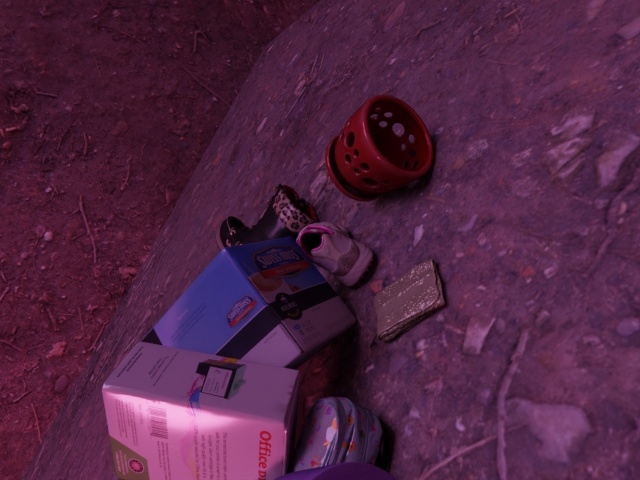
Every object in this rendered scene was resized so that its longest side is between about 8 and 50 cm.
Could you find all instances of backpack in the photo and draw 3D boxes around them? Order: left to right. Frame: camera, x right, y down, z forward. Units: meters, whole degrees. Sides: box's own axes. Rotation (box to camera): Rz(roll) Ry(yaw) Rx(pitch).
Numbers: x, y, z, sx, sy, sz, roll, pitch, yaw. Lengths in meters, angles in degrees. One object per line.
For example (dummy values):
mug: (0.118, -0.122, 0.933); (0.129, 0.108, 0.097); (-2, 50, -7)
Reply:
backpack: (0.023, 0.331, 0.711); (0.152, 0.115, 0.181); (-6, 57, 57)

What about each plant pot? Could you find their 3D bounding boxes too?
plant pot: (0.117, -0.190, 1.029); (0.174, 0.191, 0.191); (-28, 39, 52)

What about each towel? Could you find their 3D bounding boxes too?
towel: (0.151, 0.104, 0.837); (0.148, 0.027, 0.110); (-41, 31, 29)

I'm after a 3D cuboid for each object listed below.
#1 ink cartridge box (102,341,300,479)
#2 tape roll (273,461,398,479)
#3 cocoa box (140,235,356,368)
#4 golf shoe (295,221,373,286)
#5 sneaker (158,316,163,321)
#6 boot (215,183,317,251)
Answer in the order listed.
ink cartridge box: (-0.179, 0.294, 0.757); (0.117, 0.278, 0.201); (-68, -16, -63)
tape roll: (0.020, 0.382, 0.489); (0.090, 0.275, 0.274); (-33, 36, 39)
cocoa box: (-0.154, 0.189, 0.934); (0.347, 0.231, 0.228); (-45, 74, 24)
golf shoe: (0.000, 0.000, 1.075); (0.115, 0.140, 0.306); (-60, 26, -2)
sneaker: (-0.527, 0.369, 1.580); (0.131, 0.112, 0.318); (-31, 38, 46)
boot: (-0.163, -0.035, 1.376); (0.284, 0.138, 0.377); (-51, 32, 14)
